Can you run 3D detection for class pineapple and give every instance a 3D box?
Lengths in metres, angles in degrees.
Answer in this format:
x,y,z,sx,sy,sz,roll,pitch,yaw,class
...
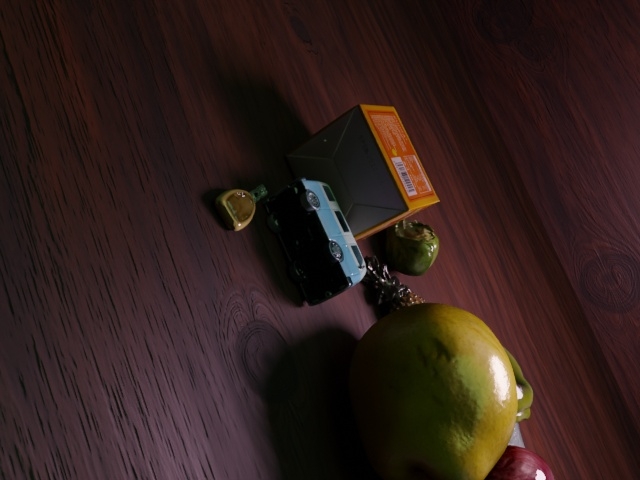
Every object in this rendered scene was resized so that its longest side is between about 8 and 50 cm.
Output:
x,y,z,sx,sy,sz,roll,pitch,yaw,class
0.192,0.145,1.511,0.251,0.125,0.125,48,36,-3,pineapple

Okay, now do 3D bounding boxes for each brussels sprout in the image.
x,y,z,sx,sy,sz,roll,pitch,yaw,class
0.252,0.023,1.631,0.131,0.145,0.183,-6,26,-28,brussels sprout

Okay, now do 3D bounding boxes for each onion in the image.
x,y,z,sx,sy,sz,roll,pitch,yaw,class
0.343,0.590,1.240,0.285,0.347,0.347,29,33,13,onion

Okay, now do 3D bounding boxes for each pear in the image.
x,y,z,sx,sy,sz,roll,pitch,yaw,class
0.236,0.324,1.226,0.362,0.362,0.418,43,41,-25,pear

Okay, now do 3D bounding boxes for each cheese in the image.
x,y,z,sx,sy,sz,roll,pitch,yaw,class
-0.165,-0.084,1.258,0.086,0.036,0.162,58,35,-8,cheese

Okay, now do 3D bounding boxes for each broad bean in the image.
x,y,z,sx,sy,sz,roll,pitch,yaw,class
0.485,0.396,1.648,0.291,0.119,0.238,37,48,0,broad bean

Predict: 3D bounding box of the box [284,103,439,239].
x,y,z,sx,sy,sz,roll,pitch,yaw,class
0.108,-0.162,1.466,0.214,0.259,0.283,-16,81,-54,box

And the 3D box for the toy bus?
x,y,z,sx,sy,sz,roll,pitch,yaw,class
0.000,0.000,1.329,0.165,0.133,0.271,-8,72,-58,toy bus

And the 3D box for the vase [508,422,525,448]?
x,y,z,sx,sy,sz,roll,pitch,yaw,class
0.549,0.549,1.691,0.096,0.096,0.219,39,38,-29,vase
